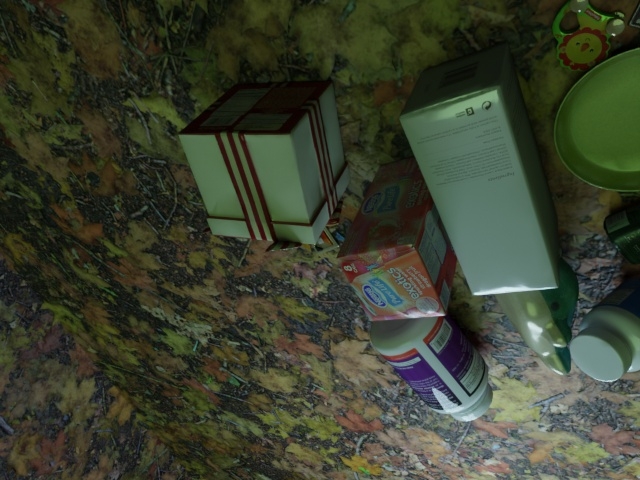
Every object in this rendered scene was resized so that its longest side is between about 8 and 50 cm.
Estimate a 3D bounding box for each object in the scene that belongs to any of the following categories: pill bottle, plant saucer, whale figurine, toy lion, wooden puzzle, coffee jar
[{"bbox_3d":[0.275,0.283,1.156,0.181,0.182,0.323,-25,115,38],"label":"pill bottle"},{"bbox_3d":[0.555,0.160,0.876,0.124,0.221,0.124,39,143,37],"label":"pill bottle"},{"bbox_3d":[0.496,-0.187,0.752,0.240,0.037,0.241,13,133,14],"label":"plant saucer"},{"bbox_3d":[0.445,0.133,0.956,0.141,0.216,0.272,-29,109,5],"label":"whale figurine"},{"bbox_3d":[0.385,-0.302,0.712,0.100,0.034,0.096,32,142,-3],"label":"toy lion"},{"bbox_3d":[0.000,0.000,1.157,0.116,0.014,0.078,-29,112,39],"label":"wooden puzzle"},{"bbox_3d":[0.586,-0.039,0.807,0.096,0.079,0.184,43,133,-10],"label":"coffee jar"}]

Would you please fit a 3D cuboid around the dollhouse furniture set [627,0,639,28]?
[{"bbox_3d":[0.485,-0.301,0.627,0.114,0.081,0.091,18,134,10],"label":"dollhouse furniture set"}]

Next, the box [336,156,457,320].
[{"bbox_3d":[0.158,-0.017,0.870,0.142,0.300,0.154,-10,124,31],"label":"box"}]

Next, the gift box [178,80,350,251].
[{"bbox_3d":[-0.105,-0.129,0.923,0.254,0.276,0.258,8,133,25],"label":"gift box"}]

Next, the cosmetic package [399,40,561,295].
[{"bbox_3d":[0.284,-0.107,0.810,0.155,0.197,0.366,-10,122,31],"label":"cosmetic package"}]
